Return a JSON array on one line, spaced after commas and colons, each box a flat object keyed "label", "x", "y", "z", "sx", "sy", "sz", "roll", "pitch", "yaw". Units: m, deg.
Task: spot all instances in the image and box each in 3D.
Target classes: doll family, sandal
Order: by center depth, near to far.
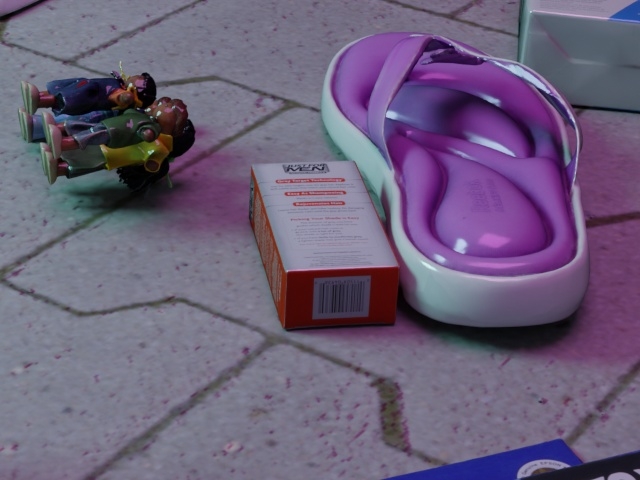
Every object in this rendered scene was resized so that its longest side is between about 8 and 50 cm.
[{"label": "sandal", "x": 0.103, "y": -0.079, "z": 1.169, "sx": 0.169, "sy": 0.102, "sz": 0.416, "roll": -2, "pitch": 29, "yaw": -10}, {"label": "doll family", "x": -0.141, "y": -0.080, "z": 1.180, "sx": 0.111, "sy": 0.076, "sz": 0.193, "roll": -11, "pitch": 29, "yaw": -16}]

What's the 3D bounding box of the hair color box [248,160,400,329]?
[{"label": "hair color box", "x": 0.000, "y": 0.000, "z": 1.076, "sx": 0.072, "sy": 0.043, "sz": 0.141, "roll": -2, "pitch": 30, "yaw": -10}]

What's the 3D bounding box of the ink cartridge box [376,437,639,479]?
[{"label": "ink cartridge box", "x": 0.126, "y": 0.183, "z": 0.741, "sx": 0.175, "sy": 0.069, "sz": 0.371, "roll": -9, "pitch": 29, "yaw": -22}]

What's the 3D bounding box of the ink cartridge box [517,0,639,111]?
[{"label": "ink cartridge box", "x": 0.231, "y": -0.188, "z": 1.407, "sx": 0.134, "sy": 0.078, "sz": 0.231, "roll": 6, "pitch": 29, "yaw": 4}]

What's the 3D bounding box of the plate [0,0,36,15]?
[{"label": "plate", "x": -0.319, "y": -0.287, "z": 1.567, "sx": 0.278, "sy": 0.045, "sz": 0.277, "roll": 18, "pitch": 31, "yaw": 25}]
